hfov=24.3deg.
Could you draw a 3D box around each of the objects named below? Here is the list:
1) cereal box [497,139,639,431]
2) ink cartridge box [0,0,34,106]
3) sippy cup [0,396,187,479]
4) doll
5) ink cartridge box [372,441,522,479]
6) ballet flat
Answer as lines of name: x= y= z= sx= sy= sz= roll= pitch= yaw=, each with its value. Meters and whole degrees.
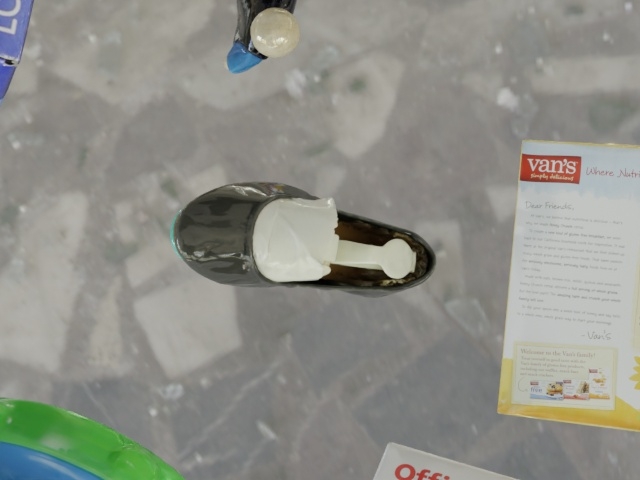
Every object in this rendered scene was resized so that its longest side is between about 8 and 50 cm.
cereal box: x=0.248 y=0.038 z=1.265 sx=0.173 sy=0.047 sz=0.240 roll=6 pitch=90 yaw=18
ink cartridge box: x=-0.239 y=-0.184 z=0.862 sx=0.151 sy=0.395 sz=0.270 roll=12 pitch=71 yaw=-15
sippy cup: x=-0.194 y=0.252 z=0.889 sx=0.305 sy=0.240 sz=0.224 roll=31 pitch=47 yaw=-4
doll: x=-0.042 y=-0.192 z=1.177 sx=0.046 sy=0.129 sz=0.189 roll=22 pitch=23 yaw=-15
ink cartridge box: x=0.107 y=0.337 z=1.278 sx=0.201 sy=0.117 sz=0.278 roll=14 pitch=61 yaw=21
ballet flat: x=0.000 y=0.000 z=1.326 sx=0.096 sy=0.280 sz=0.095 roll=3 pitch=88 yaw=45
